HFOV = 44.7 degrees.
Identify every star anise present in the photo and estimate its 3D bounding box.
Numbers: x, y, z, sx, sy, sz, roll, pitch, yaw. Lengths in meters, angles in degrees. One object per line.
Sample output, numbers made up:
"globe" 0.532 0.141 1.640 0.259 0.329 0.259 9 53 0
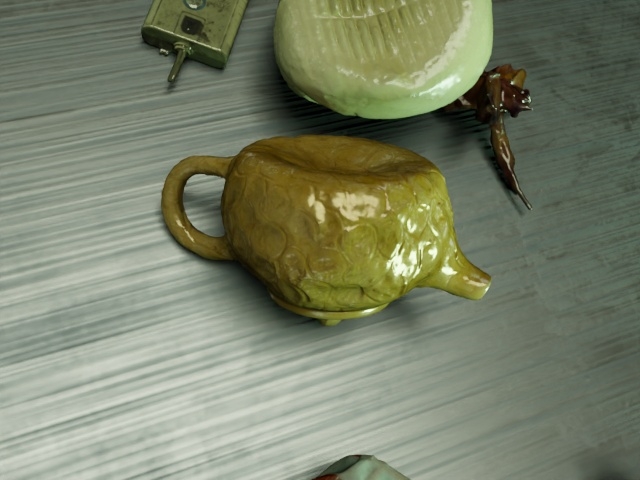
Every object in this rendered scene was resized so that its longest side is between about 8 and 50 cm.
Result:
"star anise" 0.180 -0.124 0.854 0.158 0.144 0.140 -7 28 -24

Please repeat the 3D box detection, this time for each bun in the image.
"bun" 0.063 -0.215 0.790 0.229 0.145 0.230 0 74 2

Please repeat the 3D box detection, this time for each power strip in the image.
"power strip" -0.118 -0.277 0.830 0.092 0.034 0.268 19 67 -8

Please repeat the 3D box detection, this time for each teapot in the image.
"teapot" 0.000 0.000 0.707 0.311 0.203 0.167 9 111 10

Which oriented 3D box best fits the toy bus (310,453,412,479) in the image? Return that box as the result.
"toy bus" 0.085 0.284 0.650 0.265 0.121 0.120 35 58 0
